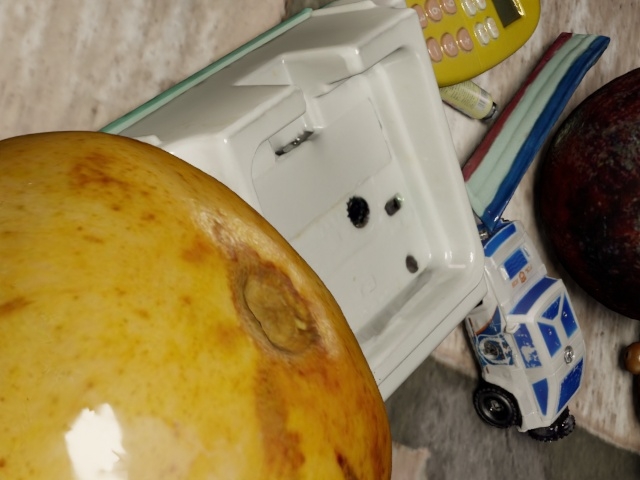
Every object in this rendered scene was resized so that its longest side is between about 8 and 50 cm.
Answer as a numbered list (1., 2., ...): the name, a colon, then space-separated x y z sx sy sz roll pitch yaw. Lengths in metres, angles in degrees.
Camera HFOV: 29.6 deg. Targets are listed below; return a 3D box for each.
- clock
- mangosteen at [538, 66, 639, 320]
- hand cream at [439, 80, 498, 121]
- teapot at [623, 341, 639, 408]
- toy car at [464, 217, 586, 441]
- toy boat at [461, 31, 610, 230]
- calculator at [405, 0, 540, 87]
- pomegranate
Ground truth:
1. clock: 0.000 0.000 0.711 0.262 0.116 0.231 -38 115 -40
2. mangosteen: 0.272 -0.042 0.952 0.216 0.216 0.216 5 84 -46
3. hand cream: 0.093 -0.115 0.886 0.102 0.022 0.035 26 68 -37
4. teapot: 0.328 0.093 1.040 0.135 0.178 0.252 13 64 -6
5. toy car: 0.147 0.069 0.891 0.080 0.070 0.171 -37 113 -42
6. toy boat: 0.160 -0.090 0.925 0.046 0.080 0.229 37 53 3
7. calculator: 0.096 -0.193 0.876 0.235 0.032 0.146 -36 105 -41
8. pomegranate: -0.109 0.089 0.498 0.264 0.264 0.264 5 84 -46
